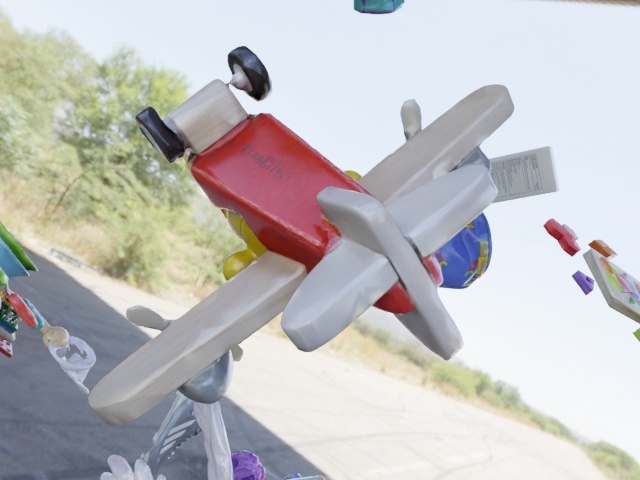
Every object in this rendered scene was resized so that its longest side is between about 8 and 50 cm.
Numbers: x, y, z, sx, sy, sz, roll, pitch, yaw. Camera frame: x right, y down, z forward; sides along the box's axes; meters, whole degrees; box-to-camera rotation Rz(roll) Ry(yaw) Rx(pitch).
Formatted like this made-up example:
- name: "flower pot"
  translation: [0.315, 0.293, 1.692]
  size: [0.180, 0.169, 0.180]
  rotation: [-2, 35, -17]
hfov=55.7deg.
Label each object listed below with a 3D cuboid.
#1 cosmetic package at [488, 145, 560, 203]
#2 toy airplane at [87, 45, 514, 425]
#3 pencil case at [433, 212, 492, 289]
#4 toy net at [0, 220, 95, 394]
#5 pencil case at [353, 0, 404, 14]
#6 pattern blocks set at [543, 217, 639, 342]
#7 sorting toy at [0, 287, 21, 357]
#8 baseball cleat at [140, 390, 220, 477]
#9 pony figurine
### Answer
- name: "cosmetic package"
  translation: [0.242, -0.081, 0.778]
  size: [0.115, 0.060, 0.041]
  rotation: [-8, 3, 28]
- name: "toy airplane"
  translation: [0.000, 0.000, 0.592]
  size: [0.386, 0.384, 0.272]
  rotation: [-6, -43, 18]
- name: "pencil case"
  translation: [0.090, 0.022, 0.872]
  size: [0.306, 0.133, 0.119]
  rotation: [-6, -4, -12]
- name: "toy net"
  translation: [-0.307, 0.088, 0.687]
  size: [0.122, 0.045, 0.232]
  rotation: [19, -40, 50]
- name: "pencil case"
  translation: [0.074, -0.369, 0.771]
  size: [0.070, 0.151, 0.064]
  rotation: [-6, 23, -7]
- name: "pattern blocks set"
  translation: [0.561, 0.094, 1.108]
  size: [0.325, 0.026, 0.285]
  rotation: [20, 38, -30]
- name: "sorting toy"
  translation: [-0.710, 0.144, 1.326]
  size: [0.132, 0.046, 0.274]
  rotation: [54, -6, -34]
- name: "baseball cleat"
  translation: [-0.250, 0.355, 1.124]
  size: [0.110, 0.205, 0.072]
  rotation: [25, -7, -3]
- name: "pony figurine"
  translation: [-0.134, 0.406, 0.842]
  size: [0.364, 0.302, 0.351]
  rotation: [20, 28, -38]
